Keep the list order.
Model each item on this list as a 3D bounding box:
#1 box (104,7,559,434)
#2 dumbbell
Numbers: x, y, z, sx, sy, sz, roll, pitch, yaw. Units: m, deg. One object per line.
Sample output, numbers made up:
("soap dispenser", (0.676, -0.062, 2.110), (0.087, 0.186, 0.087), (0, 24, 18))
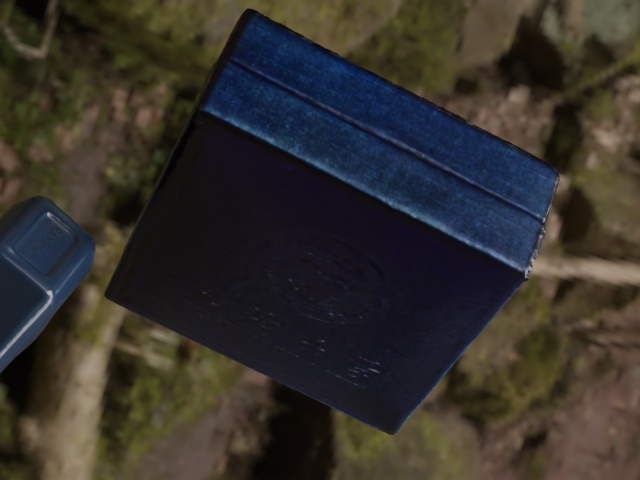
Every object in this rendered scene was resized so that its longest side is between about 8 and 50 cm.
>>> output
("box", (0.000, 0.000, 1.359), (0.279, 0.261, 0.116), (123, -10, -55))
("dumbbell", (-0.315, -0.038, 1.261), (0.144, 0.316, 0.156), (-51, -171, -27))
